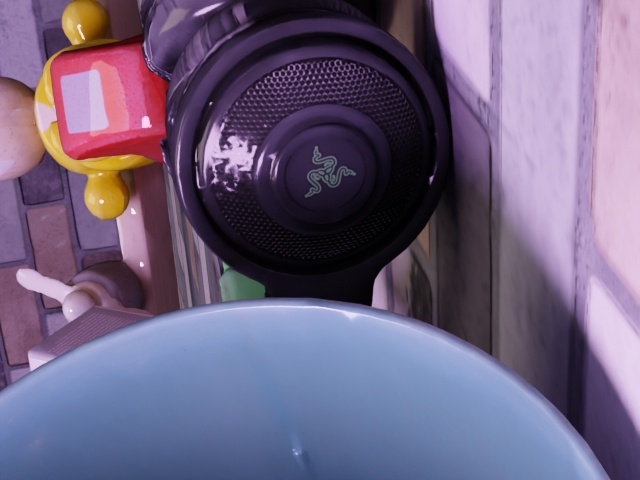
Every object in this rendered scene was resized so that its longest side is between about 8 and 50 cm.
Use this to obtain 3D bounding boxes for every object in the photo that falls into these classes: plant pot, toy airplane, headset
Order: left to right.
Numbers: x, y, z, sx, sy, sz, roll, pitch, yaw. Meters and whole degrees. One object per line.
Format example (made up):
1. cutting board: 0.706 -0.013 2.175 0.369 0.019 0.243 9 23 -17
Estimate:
1. toy airplane: -0.177 -0.113 1.226 0.384 0.272 0.386 90 167 -49
2. headset: -0.049 -0.092 0.722 0.394 0.185 0.243 95 163 -45
3. plant pot: -0.015 0.207 0.554 0.235 0.293 0.293 71 -179 -48

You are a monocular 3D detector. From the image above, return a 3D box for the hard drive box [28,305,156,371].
1. hard drive box: -0.088 0.161 1.077 0.089 0.232 0.181 -38 -50 -52
